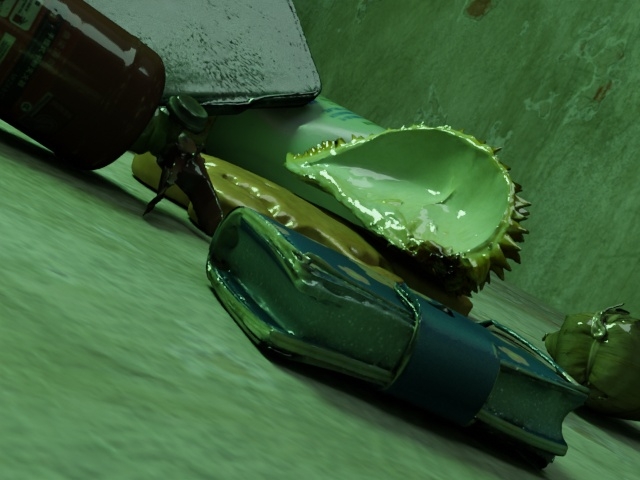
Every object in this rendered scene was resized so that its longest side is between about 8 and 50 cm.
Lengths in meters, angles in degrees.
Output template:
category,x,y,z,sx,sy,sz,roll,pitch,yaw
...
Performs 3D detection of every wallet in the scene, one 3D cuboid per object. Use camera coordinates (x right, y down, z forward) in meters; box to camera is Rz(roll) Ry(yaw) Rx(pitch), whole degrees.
category,x,y,z,sx,sy,sz,roll,pitch,yaw
wallet,-0.152,-0.208,1.129,0.317,0.045,0.173,-7,69,-34
wallet,0.045,0.052,0.596,0.202,0.059,0.141,27,7,-26

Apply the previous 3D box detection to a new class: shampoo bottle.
category,x,y,z,sx,sy,sz,roll,pitch,yaw
shampoo bottle,0.045,-0.064,1.242,0.349,0.151,0.222,30,1,22

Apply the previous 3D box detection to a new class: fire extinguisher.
category,x,y,z,sx,sy,sz,roll,pitch,yaw
fire extinguisher,-0.200,-0.118,0.725,0.337,0.106,0.147,33,30,-22

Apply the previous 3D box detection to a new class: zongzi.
category,x,y,z,sx,sy,sz,roll,pitch,yaw
zongzi,0.252,0.107,1.011,0.197,0.099,0.194,19,-4,45

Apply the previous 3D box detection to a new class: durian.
category,x,y,z,sx,sy,sz,roll,pitch,yaw
durian,0.081,-0.023,0.940,0.139,0.144,0.252,-18,47,-30

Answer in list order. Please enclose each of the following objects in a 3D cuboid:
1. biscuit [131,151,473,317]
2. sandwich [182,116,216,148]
category,x,y,z,sx,sy,sz,roll,pitch,yaw
biscuit,0.001,-0.002,0.955,0.354,0.052,0.275,23,7,-39
sandwich,-0.190,-0.204,1.642,0.288,0.100,0.254,24,7,-37
